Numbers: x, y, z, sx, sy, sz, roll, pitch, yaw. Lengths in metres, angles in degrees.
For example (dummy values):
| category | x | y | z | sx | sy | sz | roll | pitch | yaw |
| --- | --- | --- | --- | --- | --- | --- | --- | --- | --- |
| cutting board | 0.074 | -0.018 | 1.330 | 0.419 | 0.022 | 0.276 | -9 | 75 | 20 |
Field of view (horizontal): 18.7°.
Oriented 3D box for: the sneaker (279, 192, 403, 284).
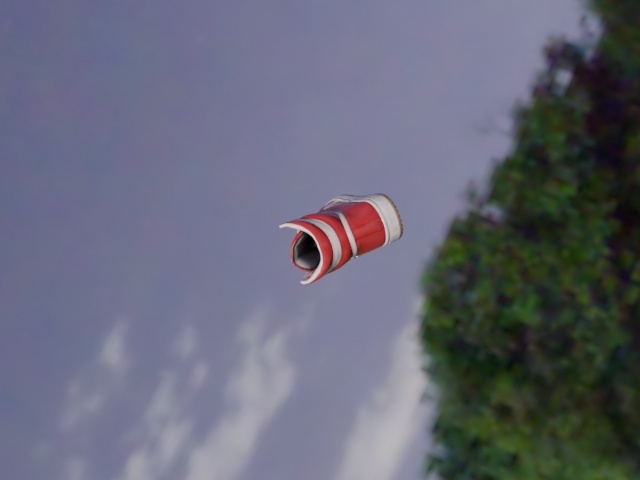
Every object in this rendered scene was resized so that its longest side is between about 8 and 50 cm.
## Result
| category | x | y | z | sx | sy | sz | roll | pitch | yaw |
| --- | --- | --- | --- | --- | --- | --- | --- | --- | --- |
| sneaker | 0.000 | 0.000 | 1.211 | 0.067 | 0.042 | 0.118 | -23 | 1 | -20 |
